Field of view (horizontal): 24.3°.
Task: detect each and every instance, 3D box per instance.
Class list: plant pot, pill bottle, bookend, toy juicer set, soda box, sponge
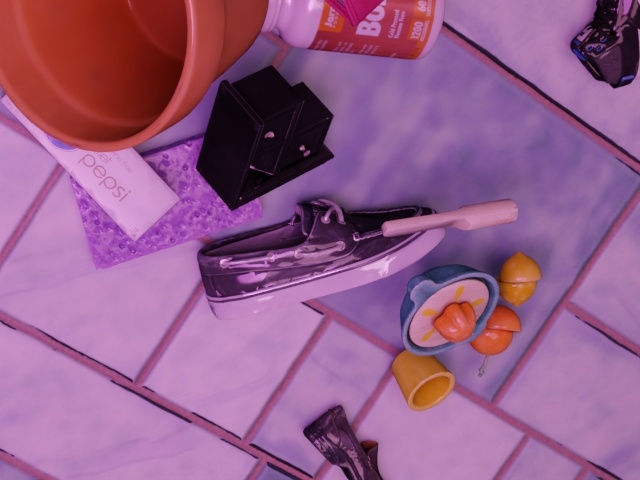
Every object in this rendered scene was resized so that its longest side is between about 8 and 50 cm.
[{"bbox_3d":[-0.190,-0.256,1.551,0.203,0.291,0.291,-30,121,-53],"label":"plant pot"},{"bbox_3d":[0.023,-0.273,1.690,0.216,0.121,0.121,3,106,-17],"label":"pill bottle"},{"bbox_3d":[-0.046,-0.132,1.669,0.157,0.072,0.156,-29,158,-32],"label":"bookend"},{"bbox_3d":[0.184,0.067,1.790,0.209,0.089,0.329,-24,141,-15],"label":"toy juicer set"},{"bbox_3d":[-0.258,-0.102,1.668,0.074,0.069,0.216,-43,102,-4],"label":"soda box"},{"bbox_3d":[-0.180,-0.052,1.750,0.210,0.031,0.117,-18,110,-9],"label":"sponge"}]

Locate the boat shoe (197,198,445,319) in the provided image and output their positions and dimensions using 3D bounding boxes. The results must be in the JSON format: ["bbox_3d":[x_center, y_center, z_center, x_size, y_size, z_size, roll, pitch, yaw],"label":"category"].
[{"bbox_3d":[0.000,0.000,1.783,0.301,0.108,0.102,-17,112,-3],"label":"boat shoe"}]

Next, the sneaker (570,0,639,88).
[{"bbox_3d":[0.351,-0.283,1.805,0.121,0.079,0.217,-26,113,-9],"label":"sneaker"}]

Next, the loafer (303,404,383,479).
[{"bbox_3d":[0.053,0.282,1.906,0.061,0.062,0.170,-44,114,-5],"label":"loafer"}]

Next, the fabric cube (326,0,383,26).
[{"bbox_3d":[0.023,-0.421,1.490,0.258,0.254,0.259,-43,70,-2],"label":"fabric cube"}]
